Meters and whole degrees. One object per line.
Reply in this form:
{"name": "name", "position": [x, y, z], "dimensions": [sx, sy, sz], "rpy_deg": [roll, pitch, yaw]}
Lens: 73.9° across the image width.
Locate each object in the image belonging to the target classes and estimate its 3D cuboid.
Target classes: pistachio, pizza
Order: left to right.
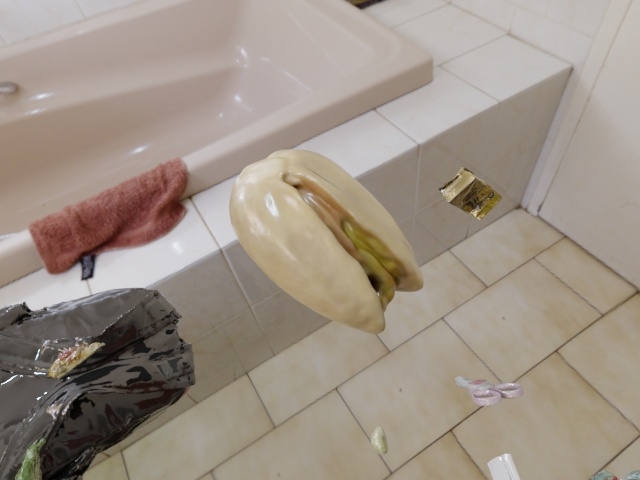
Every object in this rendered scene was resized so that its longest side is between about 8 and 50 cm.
{"name": "pizza", "position": [-0.357, 0.164, 0.620], "dimensions": [0.078, 0.025, 0.083], "rpy_deg": [-32, 14, -20]}
{"name": "pistachio", "position": [0.000, 0.000, 0.608], "dimensions": [0.299, 0.187, 0.187], "rpy_deg": [47, 66, -3]}

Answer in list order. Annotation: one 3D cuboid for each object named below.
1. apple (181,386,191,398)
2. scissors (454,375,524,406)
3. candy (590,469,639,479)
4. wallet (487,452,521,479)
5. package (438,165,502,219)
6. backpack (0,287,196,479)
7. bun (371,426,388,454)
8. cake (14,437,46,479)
{"name": "apple", "position": [-0.458, 0.416, 1.299], "dimensions": [0.120, 0.153, 0.153], "rpy_deg": [-21, 52, -19]}
{"name": "scissors", "position": [0.399, 0.372, 1.070], "dimensions": [0.118, 0.242, 0.030], "rpy_deg": [-13, 83, -11]}
{"name": "candy", "position": [0.594, 0.438, 0.698], "dimensions": [0.293, 0.059, 0.086], "rpy_deg": [11, 91, 3]}
{"name": "wallet", "position": [0.381, 0.499, 0.852], "dimensions": [0.025, 0.061, 0.122], "rpy_deg": [26, 32, -22]}
{"name": "package", "position": [0.303, -0.095, 0.859], "dimensions": [0.071, 0.131, 0.047], "rpy_deg": [-51, 46, 23]}
{"name": "backpack", "position": [-0.475, 0.263, 0.816], "dimensions": [0.446, 0.255, 0.363], "rpy_deg": [-25, 79, -25]}
{"name": "bun", "position": [0.193, 0.666, 1.410], "dimensions": [0.055, 0.086, 0.086], "rpy_deg": [-15, 52, 3]}
{"name": "cake", "position": [-0.328, 0.333, 0.415], "dimensions": [0.099, 0.100, 0.235], "rpy_deg": [1, 77, -31]}
